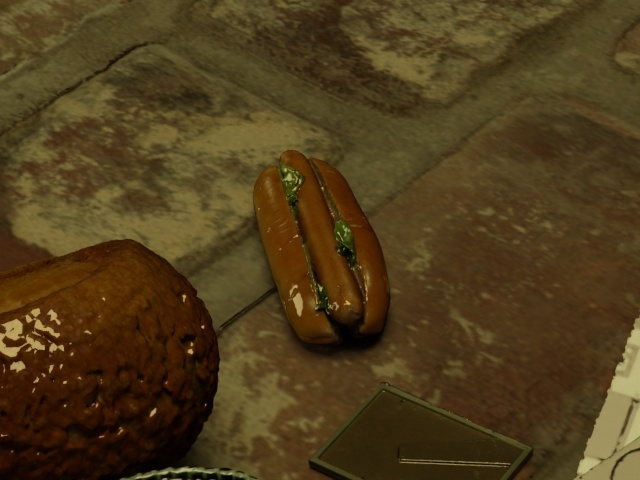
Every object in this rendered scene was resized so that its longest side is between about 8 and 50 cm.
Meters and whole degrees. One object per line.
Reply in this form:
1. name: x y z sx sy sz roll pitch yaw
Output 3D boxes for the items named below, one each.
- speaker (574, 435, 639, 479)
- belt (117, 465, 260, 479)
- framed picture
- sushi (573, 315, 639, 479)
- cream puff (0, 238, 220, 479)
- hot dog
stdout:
1. speaker: 0.223 0.209 1.441 0.218 0.044 0.082 -32 57 -14
2. belt: -0.121 0.277 1.350 0.207 0.150 0.257 25 47 32
3. framed picture: 0.081 0.174 1.564 0.149 0.011 0.109 23 47 29
4. sushi: 0.427 0.115 1.546 0.359 0.064 0.343 16 58 18
5. cream puff: -0.218 0.126 1.491 0.303 0.212 0.303 -22 6 2
6. hot dog: 0.000 0.000 1.737 0.100 0.068 0.249 -12 40 -7
